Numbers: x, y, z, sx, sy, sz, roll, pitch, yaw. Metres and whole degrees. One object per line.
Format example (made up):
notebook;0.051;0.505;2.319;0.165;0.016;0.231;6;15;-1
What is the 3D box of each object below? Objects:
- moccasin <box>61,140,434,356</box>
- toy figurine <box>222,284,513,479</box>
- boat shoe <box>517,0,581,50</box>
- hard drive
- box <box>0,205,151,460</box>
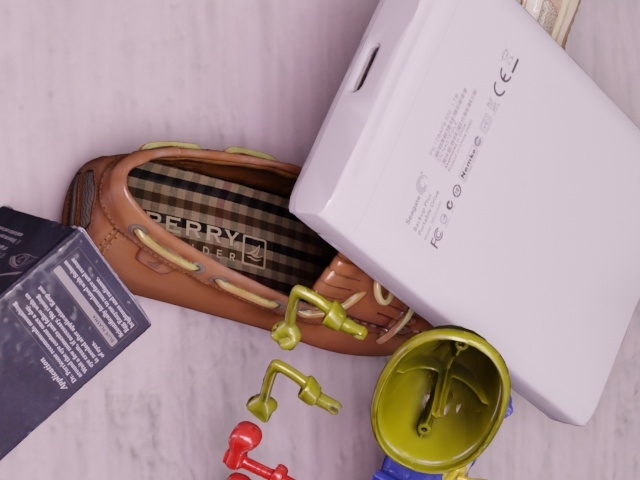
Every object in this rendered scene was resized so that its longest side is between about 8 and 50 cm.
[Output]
moccasin;0.000;-0.003;1.464;0.380;0.147;0.139;18;67;-26
toy figurine;0.053;0.152;1.507;0.217;0.191;0.362;-47;157;-54
boat shoe;0.138;-0.188;1.549;0.098;0.109;0.302;-1;102;-29
hard drive;0.138;-0.038;1.467;0.353;0.047;0.233;38;69;-41
box;-0.227;0.065;1.353;0.158;0.156;0.093;-42;113;-17
